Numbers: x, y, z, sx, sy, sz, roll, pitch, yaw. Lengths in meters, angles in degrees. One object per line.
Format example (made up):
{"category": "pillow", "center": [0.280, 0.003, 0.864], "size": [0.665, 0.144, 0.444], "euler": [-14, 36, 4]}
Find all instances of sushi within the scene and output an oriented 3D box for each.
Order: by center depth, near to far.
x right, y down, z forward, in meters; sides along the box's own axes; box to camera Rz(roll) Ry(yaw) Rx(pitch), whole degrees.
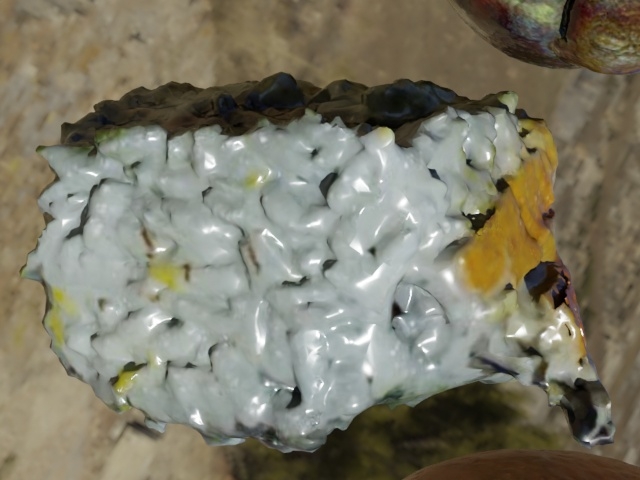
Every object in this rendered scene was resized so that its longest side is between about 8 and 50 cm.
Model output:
{"category": "sushi", "center": [0.000, 0.000, 0.639], "size": [0.184, 0.274, 0.139], "euler": [-29, 118, -60]}

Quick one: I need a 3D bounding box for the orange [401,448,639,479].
{"category": "orange", "center": [0.121, 0.246, 0.863], "size": [0.310, 0.274, 0.274], "euler": [-36, 154, -47]}

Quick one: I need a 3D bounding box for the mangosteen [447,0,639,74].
{"category": "mangosteen", "center": [0.199, -0.187, 0.912], "size": [0.231, 0.289, 0.231], "euler": [-42, 167, -12]}
